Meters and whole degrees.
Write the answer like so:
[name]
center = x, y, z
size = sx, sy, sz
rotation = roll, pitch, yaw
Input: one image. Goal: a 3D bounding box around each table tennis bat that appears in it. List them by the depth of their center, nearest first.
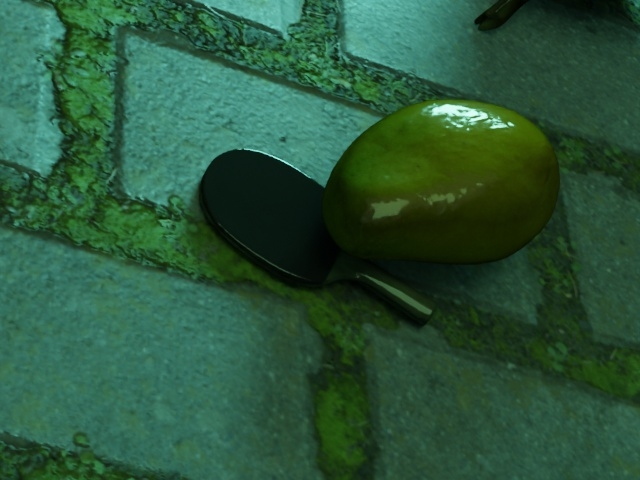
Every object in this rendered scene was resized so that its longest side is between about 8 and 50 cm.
[table tennis bat]
center = 0.000, 0.000, 1.762
size = 0.246, 0.022, 0.138
rotation = 33, 41, -3

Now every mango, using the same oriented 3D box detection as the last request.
[mango]
center = 0.118, -0.051, 1.817
size = 0.316, 0.119, 0.176
rotation = -19, 63, -41

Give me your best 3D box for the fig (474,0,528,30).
[fig]
center = 0.285, -0.362, 2.175
size = 0.368, 0.286, 0.286
rotation = -42, 81, -17
